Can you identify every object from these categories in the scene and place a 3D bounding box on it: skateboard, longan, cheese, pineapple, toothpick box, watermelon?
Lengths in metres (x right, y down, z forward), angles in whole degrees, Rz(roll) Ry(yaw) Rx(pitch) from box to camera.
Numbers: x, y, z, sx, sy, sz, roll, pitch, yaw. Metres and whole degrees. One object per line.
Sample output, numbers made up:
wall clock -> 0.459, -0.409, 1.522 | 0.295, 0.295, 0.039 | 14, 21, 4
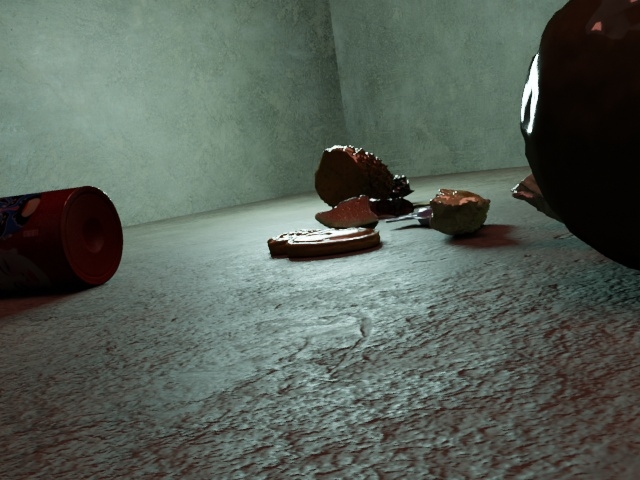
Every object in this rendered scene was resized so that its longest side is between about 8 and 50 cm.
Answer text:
skateboard -> 0.185, -0.088, 2.300 | 0.151, 0.067, 0.080 | 1, -1, 25
longan -> 0.456, -0.135, 0.997 | 0.435, 0.404, 0.404 | 20, 11, 8
cheese -> 0.251, -0.058, 1.965 | 0.191, 0.042, 0.105 | -3, 7, 44
pineapple -> 0.147, -0.175, 2.575 | 0.202, 0.202, 0.362 | -3, -4, 37
toothpick box -> -0.601, 0.004, 1.742 | 0.333, 0.204, 0.204 | -6, 6, 22
watermelon -> 0.065, -0.044, 1.902 | 0.155, 0.080, 0.101 | -12, -25, 16

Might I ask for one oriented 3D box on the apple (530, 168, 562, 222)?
apple -> 0.497, -0.129, 1.624 | 0.200, 0.200, 0.200 | -8, 6, 1

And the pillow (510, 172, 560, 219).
pillow -> 0.508, -0.098, 1.388 | 0.310, 0.138, 0.283 | -24, 28, -30

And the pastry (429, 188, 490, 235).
pastry -> 0.287, -0.061, 1.738 | 0.121, 0.089, 0.258 | -3, 8, 12

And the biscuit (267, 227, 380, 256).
biscuit -> 0.000, -0.001, 1.788 | 0.202, 0.044, 0.288 | -12, 9, -32

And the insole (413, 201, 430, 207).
insole -> 0.243, -0.097, 2.473 | 0.247, 0.011, 0.081 | -11, 6, -30
